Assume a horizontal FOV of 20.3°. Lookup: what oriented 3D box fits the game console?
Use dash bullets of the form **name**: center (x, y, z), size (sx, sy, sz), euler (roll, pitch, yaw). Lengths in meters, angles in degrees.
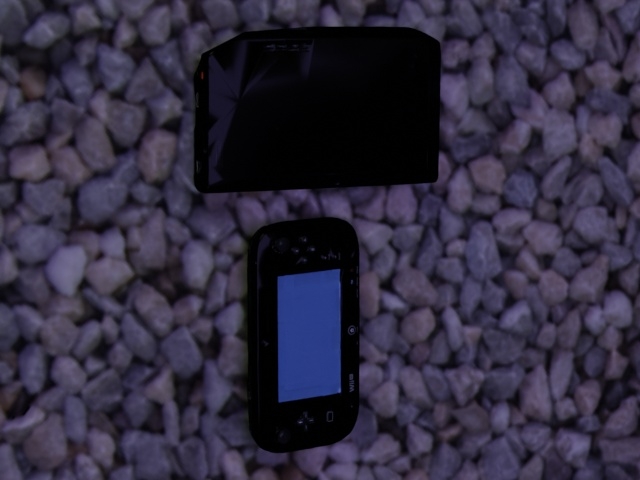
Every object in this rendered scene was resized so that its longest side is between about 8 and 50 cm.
- **game console**: center (0.000, 0.000, 1.515), size (0.213, 0.044, 0.361), euler (-4, 101, -22)
